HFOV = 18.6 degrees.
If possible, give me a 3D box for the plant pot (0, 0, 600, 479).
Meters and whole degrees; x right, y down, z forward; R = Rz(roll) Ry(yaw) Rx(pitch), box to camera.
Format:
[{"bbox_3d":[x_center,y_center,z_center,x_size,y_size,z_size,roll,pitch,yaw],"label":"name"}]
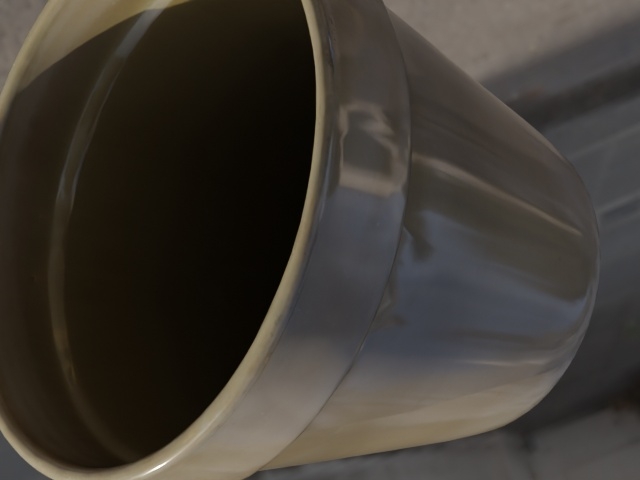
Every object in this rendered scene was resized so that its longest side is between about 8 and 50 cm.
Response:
[{"bbox_3d":[0.000,0.000,1.119,0.280,0.323,0.323,16,143,-38],"label":"plant pot"}]
